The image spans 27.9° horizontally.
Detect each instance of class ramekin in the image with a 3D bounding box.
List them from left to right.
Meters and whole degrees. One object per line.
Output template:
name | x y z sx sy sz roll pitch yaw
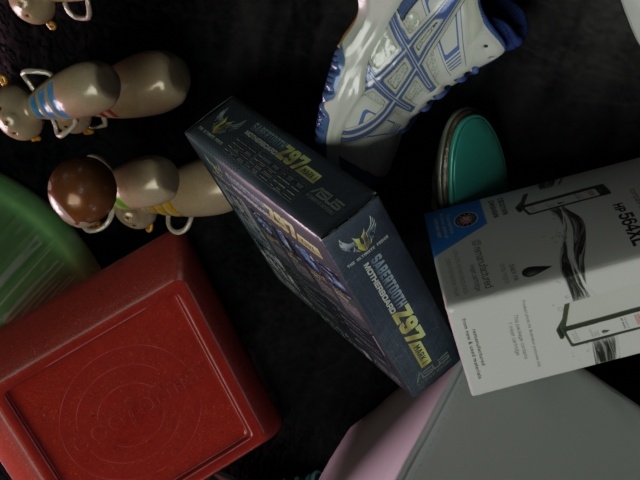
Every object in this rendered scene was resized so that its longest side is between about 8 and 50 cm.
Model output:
ramekin | -0.378 0.080 1.313 0.303 0.148 0.303 13 129 16

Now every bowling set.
bowling set | -0.205 -0.090 1.078 0.154 0.200 0.287 -12 116 35

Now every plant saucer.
plant saucer | -0.185 0.159 1.237 0.048 0.258 0.259 37 155 61

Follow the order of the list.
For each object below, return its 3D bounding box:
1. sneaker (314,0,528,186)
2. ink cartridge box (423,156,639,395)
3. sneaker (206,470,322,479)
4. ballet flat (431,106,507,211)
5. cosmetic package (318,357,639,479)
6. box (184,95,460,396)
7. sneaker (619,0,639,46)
sneaker | 0.080 -0.142 0.956 0.131 0.112 0.296 19 134 4
ink cartridge box | 0.191 0.019 0.957 0.203 0.148 0.086 -16 118 5
sneaker | -0.022 0.289 1.360 0.275 0.107 0.110 20 107 11
ballet flat | 0.123 -0.013 1.065 0.068 0.072 0.213 18 136 52
cosmetic package | 0.173 0.337 1.091 0.393 0.327 0.329 34 147 -2
box | 0.000 0.000 1.029 0.232 0.059 0.183 37 163 51
sneaker | 0.220 -0.258 0.814 0.123 0.106 0.290 -13 129 28
